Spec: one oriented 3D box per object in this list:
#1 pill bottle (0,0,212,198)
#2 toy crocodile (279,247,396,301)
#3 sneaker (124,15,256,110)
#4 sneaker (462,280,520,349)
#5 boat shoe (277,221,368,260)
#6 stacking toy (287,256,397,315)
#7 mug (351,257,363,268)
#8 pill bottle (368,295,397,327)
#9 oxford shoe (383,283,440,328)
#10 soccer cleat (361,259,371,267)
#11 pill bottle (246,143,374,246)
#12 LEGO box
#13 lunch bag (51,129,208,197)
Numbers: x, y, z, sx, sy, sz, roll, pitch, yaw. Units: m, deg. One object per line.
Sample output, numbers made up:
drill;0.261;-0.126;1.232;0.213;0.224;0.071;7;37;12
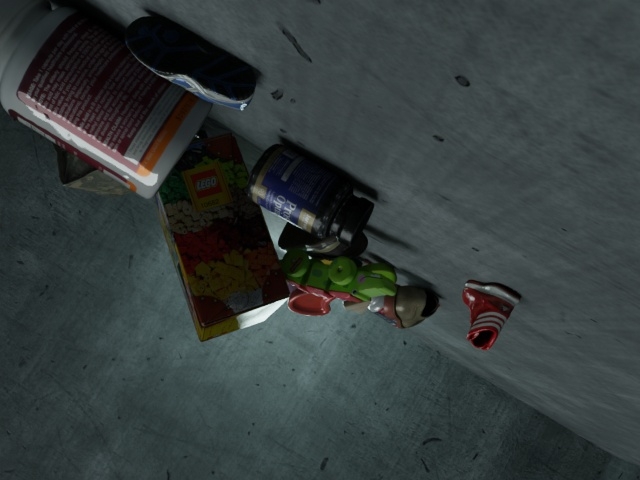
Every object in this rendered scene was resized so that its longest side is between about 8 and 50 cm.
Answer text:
pill bottle;-0.414;-0.268;1.132;0.392;0.224;0.224;33;172;-14
toy crocodile;0.016;0.092;1.480;0.341;0.105;0.115;8;167;32
sneaker;-0.192;-0.251;0.928;0.211;0.080;0.081;32;169;3
sneaker;0.331;0.159;1.345;0.087;0.128;0.221;31;172;1
boat shoe;0.000;0.000;1.590;0.130;0.132;0.355;32;173;-22
stacking toy;0.052;0.092;1.824;0.280;0.130;0.309;7;143;-24
mug;0.096;0.112;1.965;0.158;0.097;0.129;26;-151;-9
pill bottle;0.222;0.210;2.142;0.180;0.108;0.108;34;172;-21
oxford shoe;0.282;0.197;1.824;0.130;0.122;0.348;3;173;21
soccer cleat;0.150;0.088;1.917;0.029;0.035;0.083;24;169;43
pill bottle;-0.017;-0.080;1.178;0.219;0.122;0.123;30;172;11
LEGO box;-0.252;0.023;1.506;0.500;0.193;0.372;129;121;-73
lunch bag;-0.411;-0.217;1.406;0.235;0.287;0.168;25;-133;-83
